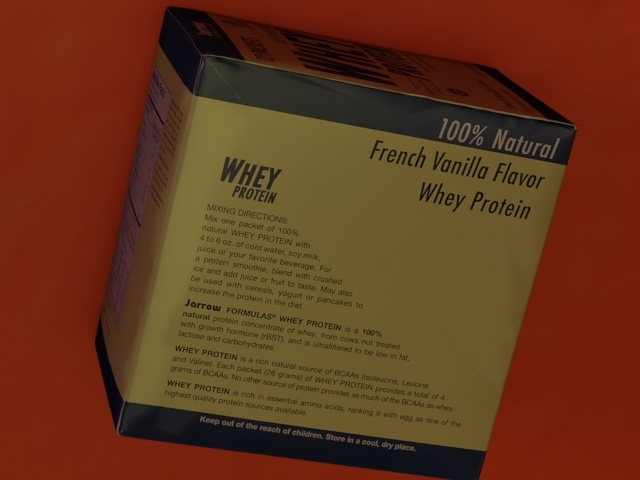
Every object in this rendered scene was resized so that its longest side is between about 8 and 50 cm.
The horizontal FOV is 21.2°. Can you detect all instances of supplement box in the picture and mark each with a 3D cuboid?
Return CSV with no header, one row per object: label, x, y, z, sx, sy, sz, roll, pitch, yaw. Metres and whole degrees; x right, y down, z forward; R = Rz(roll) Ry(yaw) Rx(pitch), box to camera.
supplement box,0.000,0.000,0.378,0.083,0.056,0.083,9,105,-16
